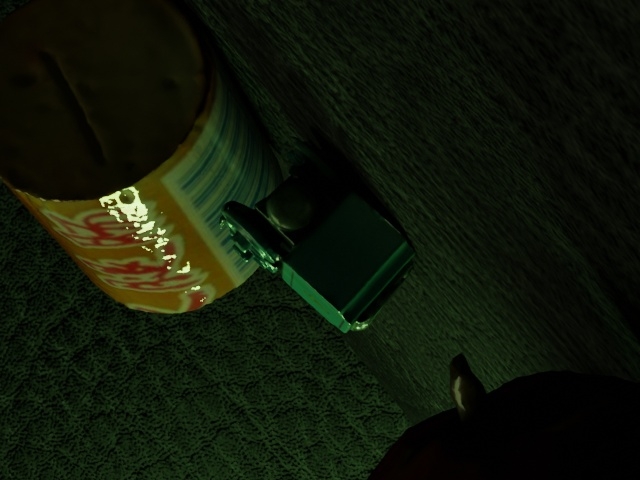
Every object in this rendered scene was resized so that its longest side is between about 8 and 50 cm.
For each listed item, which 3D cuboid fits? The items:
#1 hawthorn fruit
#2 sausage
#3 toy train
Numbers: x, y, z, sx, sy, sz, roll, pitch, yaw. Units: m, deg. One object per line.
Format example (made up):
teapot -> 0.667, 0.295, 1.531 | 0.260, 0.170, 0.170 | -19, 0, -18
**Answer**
hawthorn fruit -> 0.127, 0.195, 0.987 | 0.300, 0.275, 0.275 | 65, 173, -8
sausage -> -0.172, -0.082, 1.808 | 0.233, 0.233, 0.287 | 48, 175, 25
toy train -> 0.000, 0.000, 1.593 | 0.154, 0.107, 0.198 | 43, 175, 3
